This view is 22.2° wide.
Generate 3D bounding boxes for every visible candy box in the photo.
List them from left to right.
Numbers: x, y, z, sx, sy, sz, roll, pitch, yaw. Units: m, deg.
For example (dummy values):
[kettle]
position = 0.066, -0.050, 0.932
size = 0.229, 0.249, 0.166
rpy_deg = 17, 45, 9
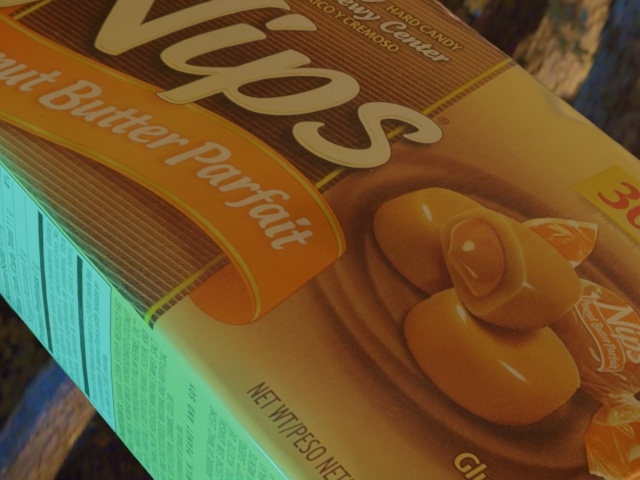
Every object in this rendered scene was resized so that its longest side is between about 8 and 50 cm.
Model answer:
[candy box]
position = 0.000, 0.000, 0.574
size = 0.183, 0.087, 0.316
rpy_deg = -26, -128, -28
